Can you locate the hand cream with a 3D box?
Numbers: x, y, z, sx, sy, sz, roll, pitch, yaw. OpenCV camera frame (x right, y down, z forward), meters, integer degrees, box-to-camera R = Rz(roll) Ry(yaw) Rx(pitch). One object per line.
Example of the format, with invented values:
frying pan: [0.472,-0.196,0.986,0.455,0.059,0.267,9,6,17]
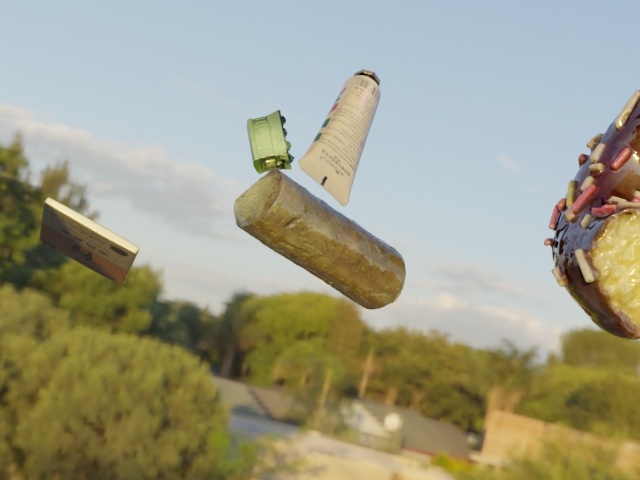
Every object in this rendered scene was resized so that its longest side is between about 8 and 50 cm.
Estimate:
hand cream: [0.036,-0.160,1.889,0.095,0.276,0.059,42,-51,-16]

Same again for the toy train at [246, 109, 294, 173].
toy train: [-0.068,-0.133,1.750,0.056,0.093,0.038,-12,-36,0]

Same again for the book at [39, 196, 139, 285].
book: [-0.273,0.004,1.509,0.118,0.012,0.172,30,-19,-5]

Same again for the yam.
yam: [0.000,0.000,1.177,0.169,0.068,0.068,34,-16,-31]

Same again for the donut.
donut: [0.366,-0.075,1.347,0.136,0.345,0.259,37,10,-13]
